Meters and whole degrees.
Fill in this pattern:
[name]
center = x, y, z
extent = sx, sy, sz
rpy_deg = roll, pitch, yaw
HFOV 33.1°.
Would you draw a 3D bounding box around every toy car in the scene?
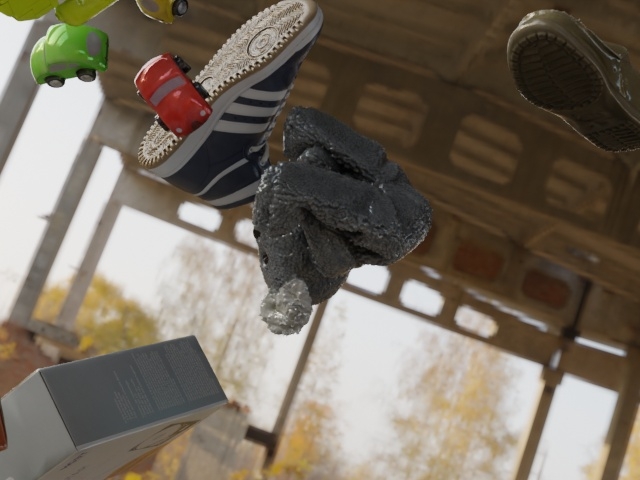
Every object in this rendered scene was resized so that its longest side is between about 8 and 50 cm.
[toy car]
center = -0.229, -0.217, 1.183
extent = 0.225, 0.239, 0.053
rpy_deg = -8, -20, 18

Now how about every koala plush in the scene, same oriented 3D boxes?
[koala plush]
center = 0.000, 0.000, 1.270
extent = 0.203, 0.196, 0.221
rpy_deg = 27, -53, -6

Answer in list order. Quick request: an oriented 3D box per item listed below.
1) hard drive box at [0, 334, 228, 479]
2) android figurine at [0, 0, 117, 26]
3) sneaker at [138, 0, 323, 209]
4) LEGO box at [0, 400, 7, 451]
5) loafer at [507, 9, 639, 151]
[hard drive box]
center = -0.240, 0.191, 1.109
extent = 0.181, 0.089, 0.232
rpy_deg = -37, -16, 29
[android figurine]
center = -0.259, -0.323, 1.066
extent = 0.056, 0.273, 0.248
rpy_deg = 36, -26, 27
[sneaker]
center = -0.074, -0.157, 1.315
extent = 0.153, 0.282, 0.099
rpy_deg = 39, 13, -38
[LEGO box]
center = -0.536, 0.121, 0.704
extent = 0.500, 0.193, 0.372
rpy_deg = -20, -15, 15
[loafer]
center = 0.166, -0.106, 0.687
extent = 0.056, 0.050, 0.148
rpy_deg = -12, -31, 35
